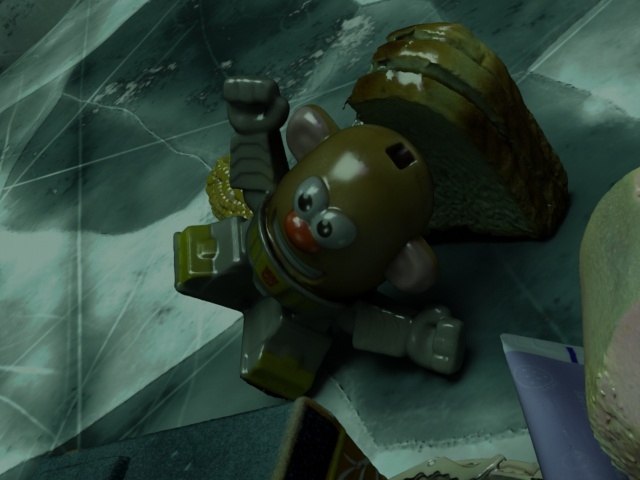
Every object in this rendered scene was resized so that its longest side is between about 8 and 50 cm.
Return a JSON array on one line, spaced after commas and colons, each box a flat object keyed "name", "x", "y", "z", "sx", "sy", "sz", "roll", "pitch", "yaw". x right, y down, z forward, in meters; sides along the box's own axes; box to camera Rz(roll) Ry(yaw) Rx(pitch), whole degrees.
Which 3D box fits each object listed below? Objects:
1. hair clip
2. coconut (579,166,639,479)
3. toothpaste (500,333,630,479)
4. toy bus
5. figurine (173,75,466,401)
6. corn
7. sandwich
[{"name": "hair clip", "x": 0.139, "y": 0.198, "z": 1.068, "sx": 0.226, "sy": 0.034, "sz": 0.072, "roll": -9, "pitch": 36, "yaw": 40}, {"name": "coconut", "x": 0.301, "y": 0.052, "z": 0.908, "sx": 0.233, "sy": 0.233, "sz": 0.245, "roll": -20, "pitch": 39, "yaw": 26}, {"name": "toothpaste", "x": 0.219, "y": 0.197, "z": 0.927, "sx": 0.125, "sy": 0.080, "sz": 0.371, "roll": 9, "pitch": 38, "yaw": -10}, {"name": "toy bus", "x": -0.103, "y": 0.261, "z": 1.067, "sx": 0.323, "sy": 0.194, "sz": 0.162, "roll": -16, "pitch": 37, "yaw": 30}, {"name": "figurine", "x": 0.000, "y": -0.001, "z": 1.245, "sx": 0.285, "sy": 0.342, "sz": 0.167, "roll": -41, "pitch": 13, "yaw": 37}, {"name": "corn", "x": -0.065, "y": -0.026, "z": 1.526, "sx": 0.101, "sy": 0.101, "sz": 0.291, "roll": -37, "pitch": 32, "yaw": -2}, {"name": "sandwich", "x": 0.091, "y": -0.102, "z": 1.318, "sx": 0.288, "sy": 0.254, "sz": 0.099, "roll": -4, "pitch": 50, "yaw": 46}]
